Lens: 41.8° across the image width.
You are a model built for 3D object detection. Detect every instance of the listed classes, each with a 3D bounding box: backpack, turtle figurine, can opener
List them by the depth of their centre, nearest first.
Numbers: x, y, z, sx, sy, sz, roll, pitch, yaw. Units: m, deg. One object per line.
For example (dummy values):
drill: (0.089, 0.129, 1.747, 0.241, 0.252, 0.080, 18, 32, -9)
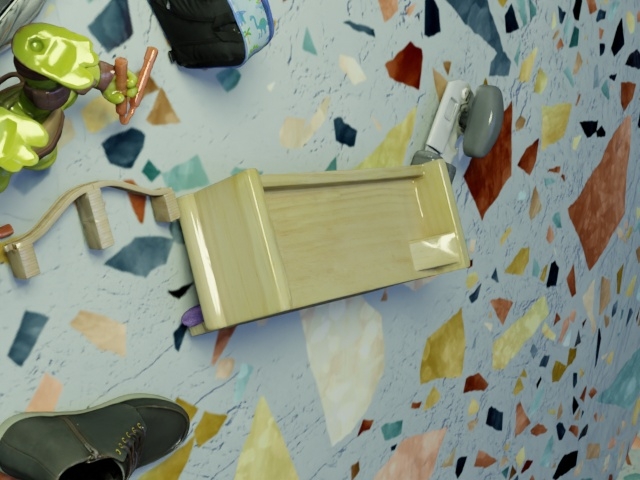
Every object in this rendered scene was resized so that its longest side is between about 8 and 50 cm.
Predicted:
turtle figurine: (-0.225, -0.101, 0.669, 0.087, 0.217, 0.269, 45, 72, -8)
backpack: (-0.098, -0.224, 0.809, 0.084, 0.114, 0.105, -44, 130, -31)
can opener: (0.176, -0.092, 1.176, 0.076, 0.095, 0.283, 24, 83, -49)

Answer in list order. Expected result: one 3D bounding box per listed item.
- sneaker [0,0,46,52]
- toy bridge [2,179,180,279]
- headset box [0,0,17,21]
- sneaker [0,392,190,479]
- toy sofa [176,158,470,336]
sneaker: (-0.269, -0.159, 0.631, 0.262, 0.121, 0.099, -55, 135, -23)
toy bridge: (-0.217, -0.023, 0.798, 0.188, 0.026, 0.063, -26, 112, -45)
headset box: (-0.306, -0.218, 0.446, 0.131, 0.283, 0.246, -59, 138, -18)
sneaker: (-0.197, 0.214, 0.830, 0.222, 0.118, 0.083, 1, 101, -49)
toy sofa: (0.000, 0.000, 0.991, 0.363, 0.177, 0.150, -9, 84, -47)
